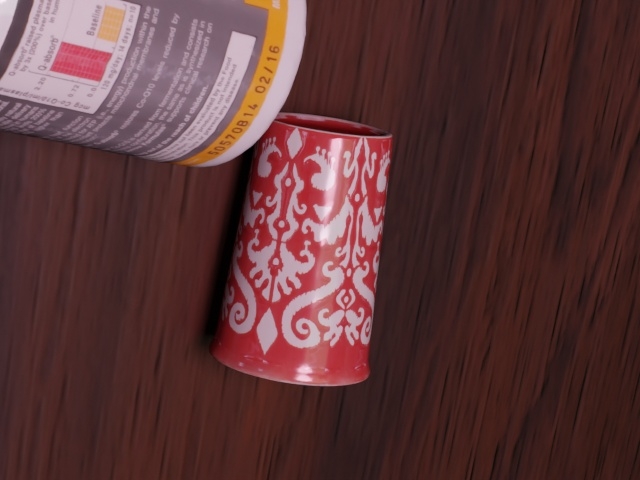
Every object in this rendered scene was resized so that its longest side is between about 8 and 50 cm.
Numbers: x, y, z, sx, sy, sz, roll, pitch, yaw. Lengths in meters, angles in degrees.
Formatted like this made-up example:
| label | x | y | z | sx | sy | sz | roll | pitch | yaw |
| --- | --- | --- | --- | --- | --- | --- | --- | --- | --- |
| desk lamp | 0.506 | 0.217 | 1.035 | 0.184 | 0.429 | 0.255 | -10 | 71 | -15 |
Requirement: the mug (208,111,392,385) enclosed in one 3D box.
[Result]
| label | x | y | z | sx | sy | sz | roll | pitch | yaw |
| --- | --- | --- | --- | --- | --- | --- | --- | --- | --- |
| mug | -0.010 | -0.001 | 1.175 | 0.113 | 0.150 | 0.169 | 8 | 101 | -2 |

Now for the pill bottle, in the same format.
| label | x | y | z | sx | sy | sz | roll | pitch | yaw |
| --- | --- | --- | --- | --- | --- | --- | --- | --- | --- |
| pill bottle | -0.158 | -0.138 | 0.945 | 0.278 | 0.162 | 0.162 | 10 | 102 | -40 |
